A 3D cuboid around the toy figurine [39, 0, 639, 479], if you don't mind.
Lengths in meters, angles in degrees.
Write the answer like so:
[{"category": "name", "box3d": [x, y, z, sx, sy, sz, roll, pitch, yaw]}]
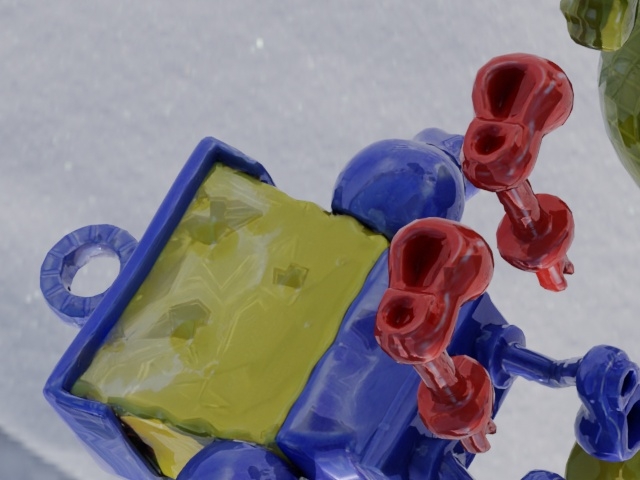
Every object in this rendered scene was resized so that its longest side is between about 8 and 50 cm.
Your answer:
[{"category": "toy figurine", "box3d": [0.000, 0.000, 0.602, 0.217, 0.362, 0.191, 16, 157, 33]}]
